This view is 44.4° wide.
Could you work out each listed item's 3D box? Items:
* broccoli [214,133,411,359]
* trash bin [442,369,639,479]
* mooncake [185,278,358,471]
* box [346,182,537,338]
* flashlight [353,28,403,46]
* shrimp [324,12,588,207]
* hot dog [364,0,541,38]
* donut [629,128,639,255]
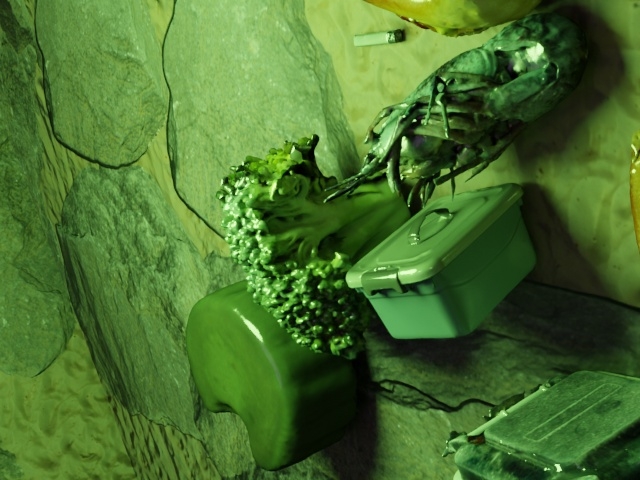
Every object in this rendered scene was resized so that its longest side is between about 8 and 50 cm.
[{"bbox_3d":[-0.021,0.012,1.170,0.334,0.272,0.324,60,148,-3],"label":"broccoli"},{"bbox_3d":[0.335,0.350,0.890,0.368,0.256,0.296,66,159,-8],"label":"trash bin"},{"bbox_3d":[-0.089,0.221,1.417,0.351,0.187,0.351,31,130,44],"label":"mooncake"},{"bbox_3d":[0.159,0.023,0.994,0.162,0.227,0.130,-10,111,52],"label":"box"},{"bbox_3d":[0.082,-0.287,1.116,0.083,0.018,0.018,10,111,49],"label":"flashlight"},{"bbox_3d":[0.140,-0.135,0.925,0.372,0.172,0.137,-41,64,20],"label":"shrimp"},{"bbox_3d":[0.095,-0.412,0.907,0.223,0.185,0.405,-22,88,52],"label":"hot dog"},{"bbox_3d":[0.409,-0.038,0.732,0.253,0.118,0.253,21,118,45],"label":"donut"}]
